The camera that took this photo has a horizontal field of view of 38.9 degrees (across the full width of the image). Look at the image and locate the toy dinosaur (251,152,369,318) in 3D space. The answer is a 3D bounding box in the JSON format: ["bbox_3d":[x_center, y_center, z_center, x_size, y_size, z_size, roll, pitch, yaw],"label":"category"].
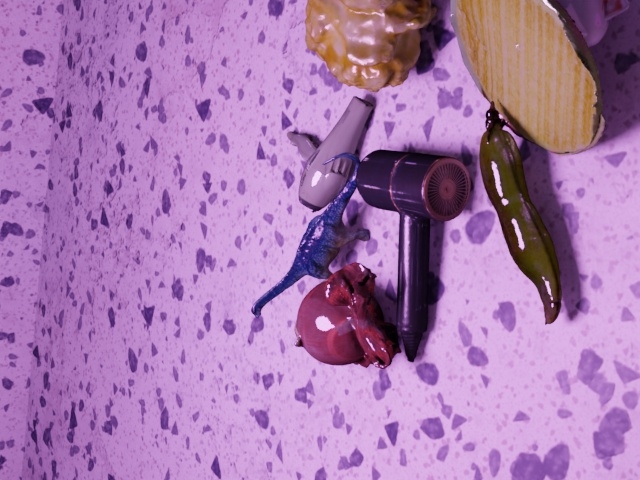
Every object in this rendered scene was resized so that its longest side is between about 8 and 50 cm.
[{"bbox_3d":[0.006,0.004,1.639,0.076,0.147,0.363,50,119,36],"label":"toy dinosaur"}]

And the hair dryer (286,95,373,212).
[{"bbox_3d":[0.019,-0.195,1.695,0.219,0.088,0.225,-47,39,32],"label":"hair dryer"}]

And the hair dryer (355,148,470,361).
[{"bbox_3d":[0.140,0.028,1.510,0.189,0.107,0.352,16,107,53],"label":"hair dryer"}]

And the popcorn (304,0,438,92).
[{"bbox_3d":[0.079,-0.373,1.521,0.255,0.194,0.256,-24,70,59],"label":"popcorn"}]

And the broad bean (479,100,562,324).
[{"bbox_3d":[0.288,-0.042,1.330,0.077,0.061,0.339,-40,66,65],"label":"broad bean"}]

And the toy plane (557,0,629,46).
[{"bbox_3d":[0.336,-0.377,1.249,0.252,0.118,0.252,-7,81,51],"label":"toy plane"}]

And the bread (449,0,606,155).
[{"bbox_3d":[0.285,-0.248,1.246,0.301,0.045,0.301,52,168,16],"label":"bread"}]

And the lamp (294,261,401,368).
[{"bbox_3d":[0.045,0.127,1.569,0.223,0.151,0.215,-11,121,37],"label":"lamp"}]
